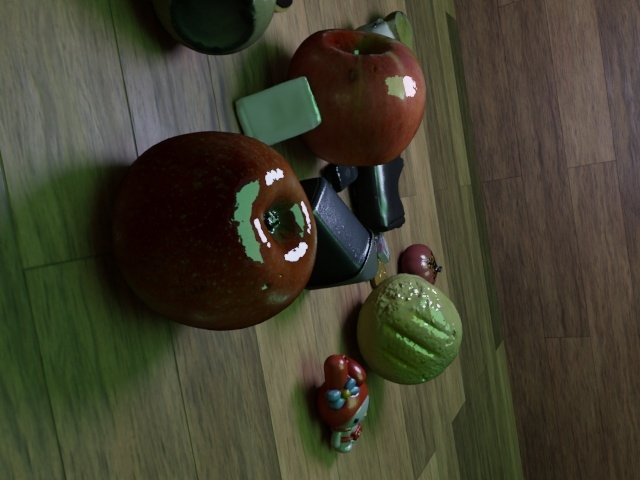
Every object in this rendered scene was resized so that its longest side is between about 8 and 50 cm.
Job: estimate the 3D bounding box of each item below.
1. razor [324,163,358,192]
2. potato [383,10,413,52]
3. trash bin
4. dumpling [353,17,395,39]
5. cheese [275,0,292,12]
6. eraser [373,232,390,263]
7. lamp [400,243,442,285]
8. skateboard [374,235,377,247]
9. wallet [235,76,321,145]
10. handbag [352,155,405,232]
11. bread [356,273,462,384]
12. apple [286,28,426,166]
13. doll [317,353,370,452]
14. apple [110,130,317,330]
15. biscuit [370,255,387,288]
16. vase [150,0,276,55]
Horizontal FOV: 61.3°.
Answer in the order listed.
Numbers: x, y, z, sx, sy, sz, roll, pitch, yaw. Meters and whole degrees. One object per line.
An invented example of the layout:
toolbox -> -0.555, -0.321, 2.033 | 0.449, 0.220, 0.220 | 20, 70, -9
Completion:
razor -> 0.062, -0.200, 1.619 | 0.148, 0.054, 0.090 | -46, 123, -53
potato -> 0.300, -0.768, 2.123 | 0.255, 0.111, 0.270 | -68, 142, -47
trash bin -> 0.000, 0.000, 1.317 | 0.290, 0.209, 0.182 | 52, 43, -34
dumpling -> 0.158, -0.603, 1.819 | 0.175, 0.243, 0.227 | 54, -9, 34
cheese -> -0.123, -0.628, 1.410 | 0.086, 0.036, 0.163 | 66, 33, -32
eraser -> 0.204, 0.022, 1.805 | 0.052, 0.029, 0.122 | 56, 18, -31
lamp -> 0.379, 0.100, 2.028 | 0.182, 0.140, 0.182 | 34, 50, -54
skateboard -> 0.150, 0.013, 1.729 | 0.083, 0.032, 0.064 | 11, 69, -46
wallet -> -0.097, -0.295, 1.255 | 0.032, 0.182, 0.124 | -109, 178, -74
handbag -> 0.206, -0.172, 1.790 | 0.257, 0.113, 0.286 | -8, 93, -56
bread -> 0.259, 0.270, 1.612 | 0.237, 0.320, 0.321 | -79, 151, -65
apple -> 0.089, -0.362, 1.415 | 0.363, 0.363, 0.365 | 21, 65, -57
doll -> 0.058, 0.409, 1.393 | 0.161, 0.129, 0.291 | -35, 128, -51
apple -> -0.173, -0.017, 0.934 | 0.348, 0.276, 0.349 | 19, 68, -58
biscuit -> 0.181, 0.092, 1.791 | 0.133, 0.027, 0.184 | -54, 128, -53
vase -> -0.241, -0.540, 1.033 | 0.329, 0.241, 0.303 | 17, 53, -31
